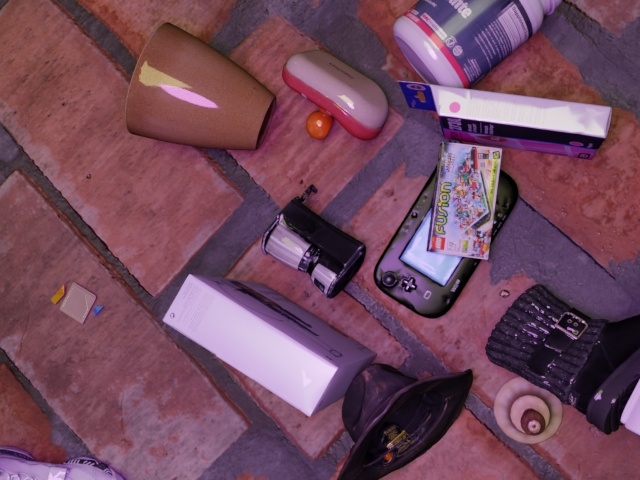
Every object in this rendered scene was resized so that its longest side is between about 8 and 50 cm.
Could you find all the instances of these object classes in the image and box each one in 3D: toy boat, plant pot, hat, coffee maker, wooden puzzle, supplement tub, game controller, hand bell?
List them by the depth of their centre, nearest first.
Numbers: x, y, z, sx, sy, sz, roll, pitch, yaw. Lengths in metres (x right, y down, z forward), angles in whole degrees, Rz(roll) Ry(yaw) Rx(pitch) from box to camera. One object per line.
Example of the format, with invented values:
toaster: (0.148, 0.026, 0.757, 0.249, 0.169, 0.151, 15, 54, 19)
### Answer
hand bell: (0.362, 0.302, 1.226, 0.126, 0.242, 0.126, -2, 83, 13)
hat: (0.122, 0.294, 1.264, 0.331, 0.331, 0.134, -44, 58, 5)
supplement tub: (0.291, -0.417, 1.349, 0.272, 0.191, 0.191, -40, 77, 6)
game controller: (0.241, -0.012, 1.381, 0.166, 0.067, 0.319, 32, 92, 15)
coffee maker: (0.000, 0.000, 1.409, 0.178, 0.120, 0.171, 33, 91, 14)
toy boat: (0.020, -0.269, 1.442, 0.231, 0.151, 0.151, 36, 123, 15)
plant pot: (-0.229, -0.281, 1.459, 0.254, 0.237, 0.237, 22, 89, 0)
wooden puzzle: (-0.533, 0.137, 1.577, 0.116, 0.014, 0.079, 35, 97, 15)

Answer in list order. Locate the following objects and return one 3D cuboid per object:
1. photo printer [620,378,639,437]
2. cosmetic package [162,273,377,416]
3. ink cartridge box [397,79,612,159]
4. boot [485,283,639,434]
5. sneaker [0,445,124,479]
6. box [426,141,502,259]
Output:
photo printer: (0.612, 0.200, 1.133, 0.107, 0.256, 0.308, 27, 86, 44)
cosmetic package: (-0.068, 0.175, 1.273, 0.284, 0.377, 0.097, 32, 93, 14)
ink cartridge box: (0.329, -0.223, 1.326, 0.370, 0.176, 0.069, 13, 88, 15)
boot: (0.493, 0.155, 1.271, 0.348, 0.131, 0.260, -31, 40, -22)
sneaker: (-0.590, 0.511, 1.445, 0.365, 0.210, 0.138, 7, 86, 14)
box: (0.267, -0.073, 1.338, 0.114, 0.036, 0.207, 7, 92, 1)
